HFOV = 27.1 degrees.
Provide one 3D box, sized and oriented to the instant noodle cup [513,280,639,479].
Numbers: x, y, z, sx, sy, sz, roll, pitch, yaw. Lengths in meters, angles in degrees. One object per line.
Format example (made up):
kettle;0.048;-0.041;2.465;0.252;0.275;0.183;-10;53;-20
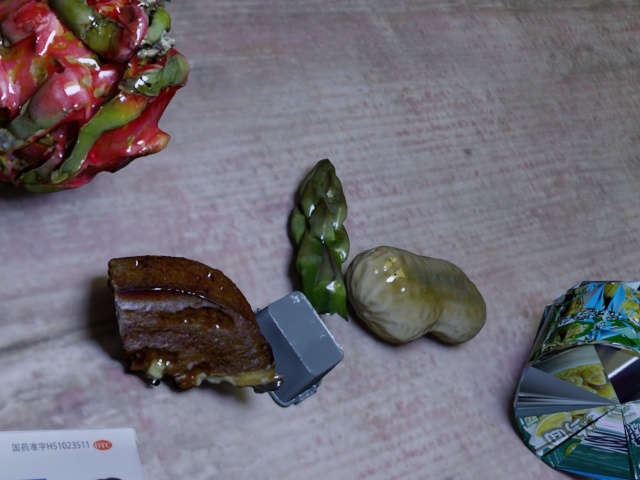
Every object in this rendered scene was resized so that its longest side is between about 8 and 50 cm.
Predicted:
instant noodle cup;0.377;0.174;1.762;0.240;0.240;0.178;40;34;-11

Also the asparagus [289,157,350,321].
asparagus;0.000;0.000;1.667;0.080;0.080;0.287;26;44;-25

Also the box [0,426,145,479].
box;-0.304;0.278;1.184;0.353;0.069;0.214;6;56;-41

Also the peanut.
peanut;0.126;0.077;1.703;0.236;0.110;0.120;22;42;-41

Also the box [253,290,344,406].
box;-0.034;0.122;1.544;0.122;0.069;0.084;54;39;6

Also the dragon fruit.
dragon fruit;-0.270;-0.168;1.385;0.237;0.303;0.231;-12;94;-52

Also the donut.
donut;-0.137;0.082;1.440;0.187;0.144;0.126;-3;37;-15
